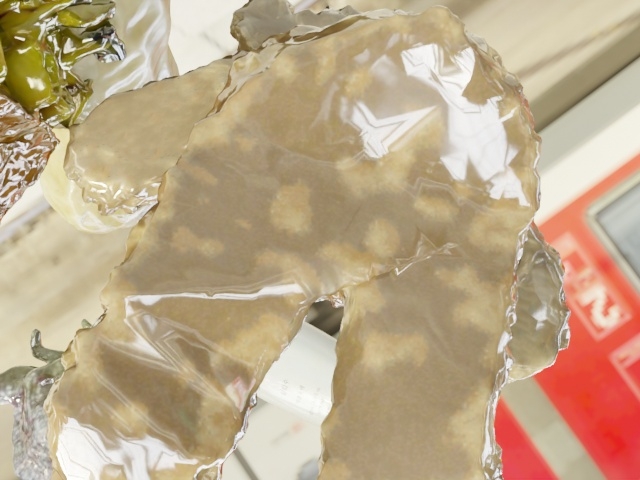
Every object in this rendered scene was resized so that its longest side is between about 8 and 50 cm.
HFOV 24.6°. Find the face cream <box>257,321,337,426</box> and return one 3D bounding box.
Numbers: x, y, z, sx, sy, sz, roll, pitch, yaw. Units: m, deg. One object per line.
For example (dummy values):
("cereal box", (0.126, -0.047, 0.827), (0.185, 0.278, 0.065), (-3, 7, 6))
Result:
("face cream", (-0.017, 0.093, 1.069), (0.051, 0.182, 0.072), (-41, 152, -52))

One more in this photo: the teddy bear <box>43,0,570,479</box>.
("teddy bear", (-0.003, 0.010, 0.659), (0.222, 0.246, 0.296), (116, -7, -72))

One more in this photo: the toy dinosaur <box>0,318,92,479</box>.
("toy dinosaur", (-0.211, 0.161, 1.314), (0.162, 0.294, 0.077), (-61, 152, -22))

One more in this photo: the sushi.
("sushi", (-0.221, -0.084, 0.819), (0.179, 0.166, 0.296), (-63, 167, -13))

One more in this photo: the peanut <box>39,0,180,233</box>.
("peanut", (-0.157, -0.114, 1.008), (0.136, 0.120, 0.298), (-54, 158, -30))
